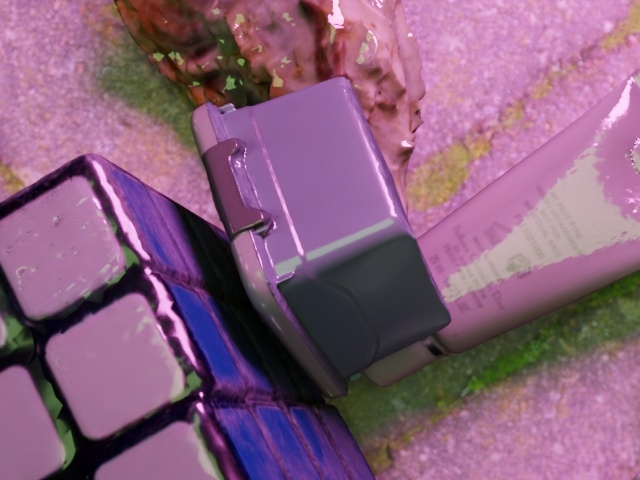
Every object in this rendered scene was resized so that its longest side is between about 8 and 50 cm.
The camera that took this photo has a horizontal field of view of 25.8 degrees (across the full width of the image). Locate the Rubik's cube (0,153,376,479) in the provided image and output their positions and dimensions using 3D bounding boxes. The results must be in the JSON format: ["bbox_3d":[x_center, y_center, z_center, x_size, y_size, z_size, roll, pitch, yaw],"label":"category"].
[{"bbox_3d":[-0.165,0.189,0.951,0.343,0.344,0.337,-31,76,6],"label":"Rubik's cube"}]

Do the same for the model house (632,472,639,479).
[{"bbox_3d":[0.254,0.283,0.952,0.198,0.215,0.224,39,117,35],"label":"model house"}]

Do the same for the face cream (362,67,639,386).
[{"bbox_3d":[0.156,0.004,1.069,0.314,0.089,0.143,-32,79,13],"label":"face cream"}]

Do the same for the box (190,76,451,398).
[{"bbox_3d":[0.000,0.000,0.973,0.130,0.227,0.162,-22,62,4],"label":"box"}]

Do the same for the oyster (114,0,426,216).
[{"bbox_3d":[-0.019,-0.141,1.097,0.201,0.107,0.355,-34,98,4],"label":"oyster"}]
